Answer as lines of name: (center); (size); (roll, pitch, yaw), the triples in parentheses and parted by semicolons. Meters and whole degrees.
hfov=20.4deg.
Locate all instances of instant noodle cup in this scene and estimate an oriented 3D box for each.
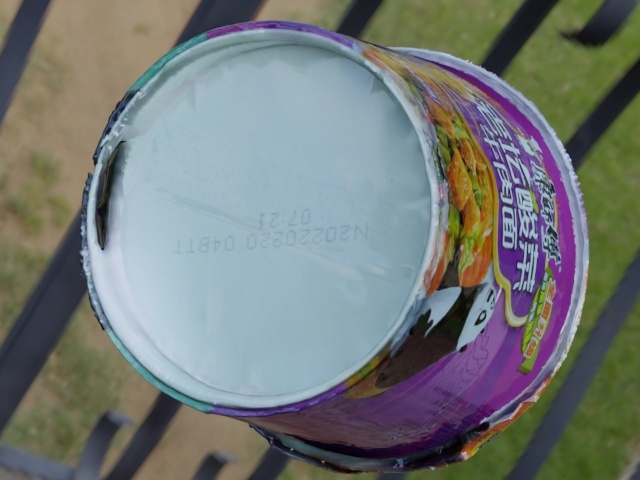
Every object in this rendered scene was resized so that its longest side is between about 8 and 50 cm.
instant noodle cup: (0.000, 0.000, 0.933); (0.251, 0.251, 0.190); (54, 13, 18)
